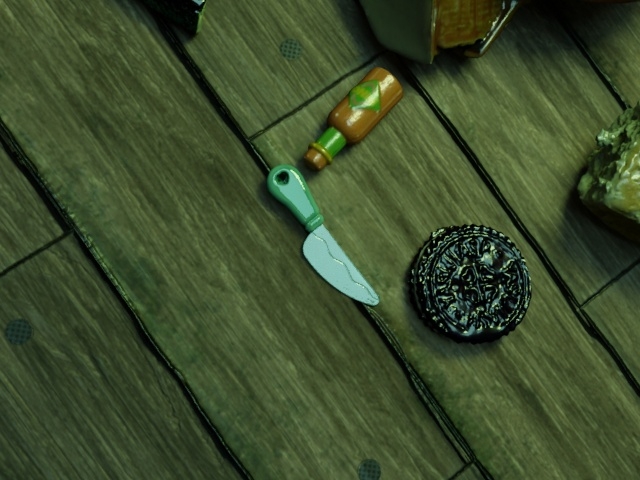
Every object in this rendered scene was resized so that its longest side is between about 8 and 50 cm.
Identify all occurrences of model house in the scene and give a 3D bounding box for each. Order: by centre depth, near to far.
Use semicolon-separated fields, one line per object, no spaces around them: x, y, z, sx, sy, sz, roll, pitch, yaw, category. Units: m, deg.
0.187;-0.405;1.064;0.229;0.199;0.219;-15;127;-33;model house

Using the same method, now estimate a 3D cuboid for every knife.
-0.002;0.001;1.038;0.063;0.034;0.260;-33;92;-8;knife

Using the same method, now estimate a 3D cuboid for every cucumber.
-0.271;-0.404;1.028;0.241;0.074;0.074;33;79;-2;cucumber

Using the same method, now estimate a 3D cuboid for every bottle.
0.046;-0.180;1.049;0.069;0.069;0.187;41;79;-2;bottle

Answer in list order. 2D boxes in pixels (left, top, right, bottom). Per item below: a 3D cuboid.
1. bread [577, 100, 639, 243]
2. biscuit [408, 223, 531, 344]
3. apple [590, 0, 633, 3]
0.521;-0.098;1.060;0.246;0.176;0.195;28;91;-7;bread
0.230;0.067;1.052;0.195;0.053;0.194;1;81;-10;biscuit
0.438;-0.540;1.006;0.347;0.391;0.391;24;78;-32;apple
